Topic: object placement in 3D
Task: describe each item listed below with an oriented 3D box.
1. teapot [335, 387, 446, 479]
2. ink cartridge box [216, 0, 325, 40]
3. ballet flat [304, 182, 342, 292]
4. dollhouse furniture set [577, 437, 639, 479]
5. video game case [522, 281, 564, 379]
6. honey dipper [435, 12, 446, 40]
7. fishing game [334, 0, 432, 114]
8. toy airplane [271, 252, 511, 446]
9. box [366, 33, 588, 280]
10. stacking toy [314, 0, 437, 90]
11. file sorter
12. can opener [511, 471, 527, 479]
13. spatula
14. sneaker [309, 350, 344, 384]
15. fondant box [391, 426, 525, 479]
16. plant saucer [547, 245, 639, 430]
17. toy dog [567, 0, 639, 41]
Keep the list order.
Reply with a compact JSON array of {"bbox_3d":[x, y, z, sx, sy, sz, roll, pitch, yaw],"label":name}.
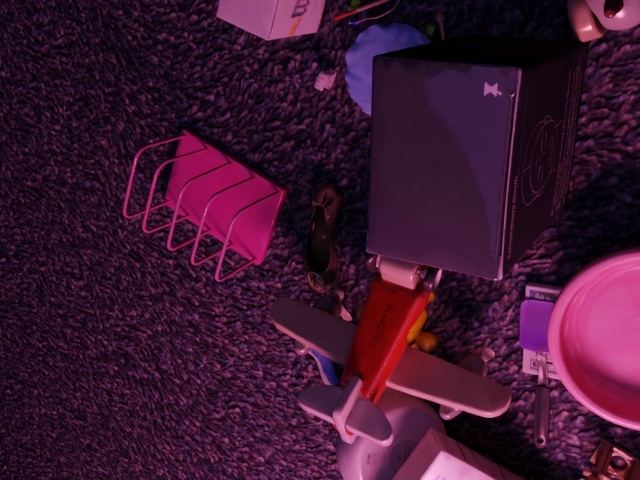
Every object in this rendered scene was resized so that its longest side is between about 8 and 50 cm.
[{"bbox_3d":[0.128,0.427,1.585,0.252,0.256,0.187,53,163,-21],"label":"teapot"},{"bbox_3d":[-0.085,-0.460,1.398,0.128,0.176,0.127,29,120,20],"label":"ink cartridge box"},{"bbox_3d":[0.000,0.000,1.586,0.084,0.058,0.249,20,117,25],"label":"ballet flat"},{"bbox_3d":[0.512,0.490,1.375,0.101,0.182,0.160,28,120,20],"label":"dollhouse furniture set"},{"bbox_3d":[0.476,0.177,1.382,0.201,0.023,0.183,8,112,30],"label":"video game case"},{"bbox_3d":[0.226,-0.325,1.347,0.031,0.030,0.160,-2,104,32],"label":"honey dipper"},{"bbox_3d":[0.134,-0.303,1.351,0.189,0.041,0.264,-12,108,31],"label":"fishing game"},{"bbox_3d":[0.127,0.214,1.457,0.385,0.272,0.386,-26,69,11],"label":"toy airplane"},{"bbox_3d":[0.252,-0.153,1.170,0.212,0.395,0.293,12,113,27],"label":"box"},{"bbox_3d":[0.102,-0.337,1.409,0.167,0.052,0.221,34,120,15],"label":"stacking toy"},{"bbox_3d":[-0.262,-0.076,1.644,0.291,0.182,0.202,32,122,18],"label":"file sorter"},{"bbox_3d":[0.387,0.614,1.565,0.093,0.074,0.280,5,110,29],"label":"can opener"},{"bbox_3d":[0.417,0.256,1.414,0.084,0.030,0.296,4,109,29],"label":"spatula"},{"bbox_3d":[0.023,0.250,1.662,0.085,0.058,0.152,-14,104,40],"label":"sneaker"},{"bbox_3d":[0.288,0.547,1.462,0.330,0.096,0.238,31,100,-11],"label":"fondant box"},{"bbox_3d":[0.556,0.159,1.265,0.332,0.084,0.332,7,110,19],"label":"plant saucer"},{"bbox_3d":[0.416,-0.444,1.106,0.220,0.161,0.333,-33,89,35],"label":"toy dog"}]
